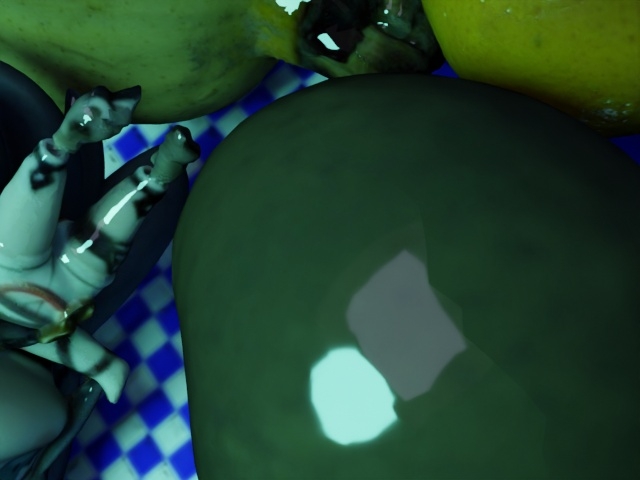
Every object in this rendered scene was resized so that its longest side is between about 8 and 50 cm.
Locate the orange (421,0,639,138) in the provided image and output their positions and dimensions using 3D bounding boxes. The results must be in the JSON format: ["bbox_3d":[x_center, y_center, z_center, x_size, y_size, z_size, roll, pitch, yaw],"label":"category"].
[{"bbox_3d":[0.106,-0.113,0.604,0.124,0.156,0.156,-44,55,35],"label":"orange"}]

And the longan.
[{"bbox_3d":[0.043,0.039,0.545,0.197,0.196,0.220,-20,64,15],"label":"longan"}]

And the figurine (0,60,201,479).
[{"bbox_3d":[-0.160,0.035,0.627,0.265,0.175,0.197,-57,24,3],"label":"figurine"}]

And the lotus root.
[{"bbox_3d":[-0.088,-0.135,0.677,0.310,0.183,0.182,18,77,21],"label":"lotus root"}]
